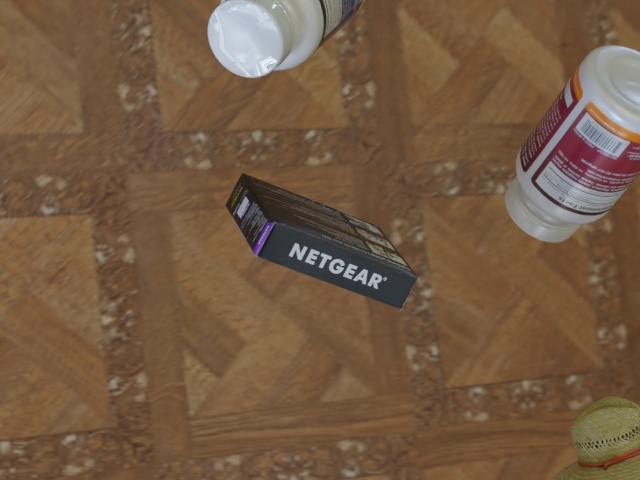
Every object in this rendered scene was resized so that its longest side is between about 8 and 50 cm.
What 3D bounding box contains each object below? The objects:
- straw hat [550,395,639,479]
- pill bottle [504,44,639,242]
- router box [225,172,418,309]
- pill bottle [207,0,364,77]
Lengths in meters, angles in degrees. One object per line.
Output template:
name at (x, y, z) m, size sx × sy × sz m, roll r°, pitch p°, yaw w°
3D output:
straw hat at (0.246, 0.166, 1.153) m, size 0.144 × 0.144 × 0.061 m, roll -23°, pitch 95°, yaw -27°
pill bottle at (0.203, -0.069, 1.043) m, size 0.086 × 0.152 × 0.086 m, roll 14°, pitch 49°, yaw -16°
router box at (0.000, 0.000, 1.431) m, size 0.179 × 0.133 × 0.046 m, roll 21°, pitch 106°, yaw -25°
pill bottle at (-0.030, -0.204, 1.185) m, size 0.094 × 0.094 × 0.169 m, roll 52°, pitch 36°, yaw -9°
